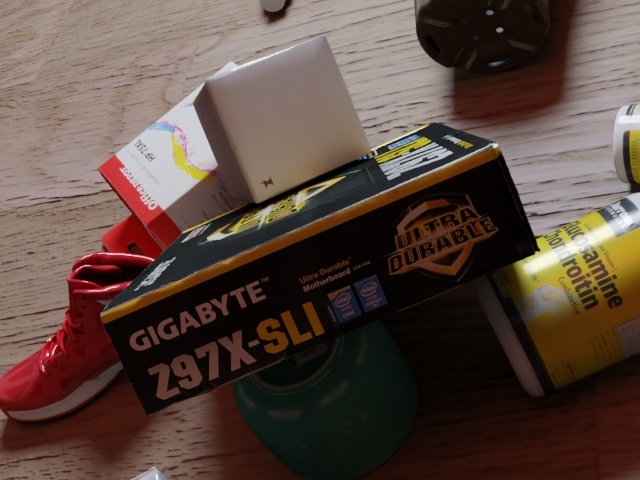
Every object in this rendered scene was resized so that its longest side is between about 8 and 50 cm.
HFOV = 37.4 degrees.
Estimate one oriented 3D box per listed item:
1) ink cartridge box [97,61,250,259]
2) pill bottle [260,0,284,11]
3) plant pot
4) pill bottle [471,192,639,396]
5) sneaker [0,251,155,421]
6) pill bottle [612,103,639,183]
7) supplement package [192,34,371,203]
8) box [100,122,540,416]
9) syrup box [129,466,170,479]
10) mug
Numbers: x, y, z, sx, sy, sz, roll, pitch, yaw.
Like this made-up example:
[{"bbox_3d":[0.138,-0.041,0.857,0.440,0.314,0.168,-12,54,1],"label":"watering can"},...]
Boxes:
[{"bbox_3d":[-0.133,-0.065,0.969,0.231,0.078,0.134,-41,44,-7],"label":"ink cartridge box"},{"bbox_3d":[-0.059,-0.322,1.178,0.043,0.043,0.083,-16,46,17],"label":"pill bottle"},{"bbox_3d":[0.160,-0.266,0.929,0.167,0.167,0.165,-10,56,23],"label":"plant pot"},{"bbox_3d":[0.209,0.029,0.668,0.184,0.103,0.103,-27,44,7],"label":"pill bottle"},{"bbox_3d":[-0.223,0.075,0.859,0.221,0.128,0.087,-28,43,4],"label":"sneaker"},{"bbox_3d":[0.294,-0.077,0.739,0.116,0.065,0.065,2,53,32],"label":"pill bottle"},{"bbox_3d":[-0.040,-0.100,0.817,0.105,0.105,0.179,-23,8,-9],"label":"supplement package"},{"bbox_3d":[0.000,0.000,0.703,0.257,0.079,0.322,-22,8,4],"label":"box"},{"bbox_3d":[-0.098,0.281,0.629,0.096,0.093,0.237,-33,43,1],"label":"syrup box"},{"bbox_3d":[-0.012,0.105,0.732,0.158,0.097,0.129,6,56,34],"label":"mug"}]
